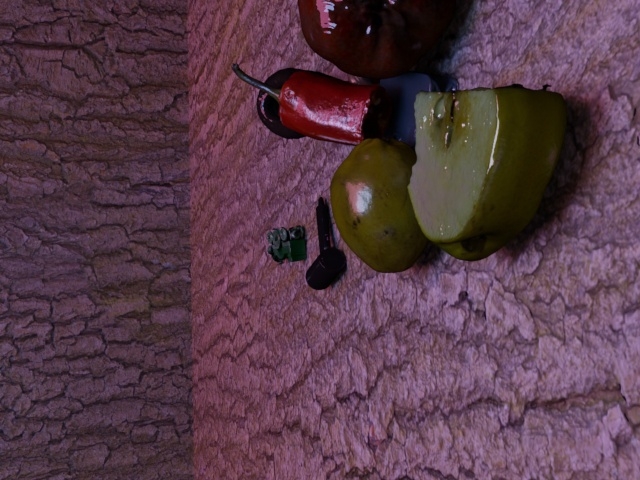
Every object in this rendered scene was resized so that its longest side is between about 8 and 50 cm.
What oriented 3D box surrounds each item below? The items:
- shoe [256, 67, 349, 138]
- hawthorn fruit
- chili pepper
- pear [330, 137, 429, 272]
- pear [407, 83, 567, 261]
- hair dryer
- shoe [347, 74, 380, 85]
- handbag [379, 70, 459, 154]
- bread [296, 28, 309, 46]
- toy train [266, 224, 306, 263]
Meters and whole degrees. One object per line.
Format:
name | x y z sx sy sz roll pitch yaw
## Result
shoe | -0.046 -0.333 1.760 0.384 0.237 0.171 -146 61 -62
hawthorn fruit | 0.104 -0.458 1.386 0.325 0.308 0.309 -8 -78 -78
chili pepper | -0.022 -0.285 1.499 0.338 0.131 0.135 16 107 25
pear | 0.126 -0.066 1.383 0.212 0.212 0.269 -159 61 -65
pear | 0.264 -0.103 1.119 0.286 0.176 0.282 -152 65 -69
hair dryer | 0.000 -0.001 1.838 0.114 0.070 0.248 125 145 -50
shoe | 0.107 -0.441 1.618 0.112 0.099 0.228 -41 54 50
handbag | 0.181 -0.256 1.452 0.229 0.062 0.179 -139 56 -61
bread | 0.016 -0.580 1.917 0.152 0.105 0.077 -61 15 -21
toy train | -0.099 0.013 2.057 0.178 0.071 0.105 -13 86 64
